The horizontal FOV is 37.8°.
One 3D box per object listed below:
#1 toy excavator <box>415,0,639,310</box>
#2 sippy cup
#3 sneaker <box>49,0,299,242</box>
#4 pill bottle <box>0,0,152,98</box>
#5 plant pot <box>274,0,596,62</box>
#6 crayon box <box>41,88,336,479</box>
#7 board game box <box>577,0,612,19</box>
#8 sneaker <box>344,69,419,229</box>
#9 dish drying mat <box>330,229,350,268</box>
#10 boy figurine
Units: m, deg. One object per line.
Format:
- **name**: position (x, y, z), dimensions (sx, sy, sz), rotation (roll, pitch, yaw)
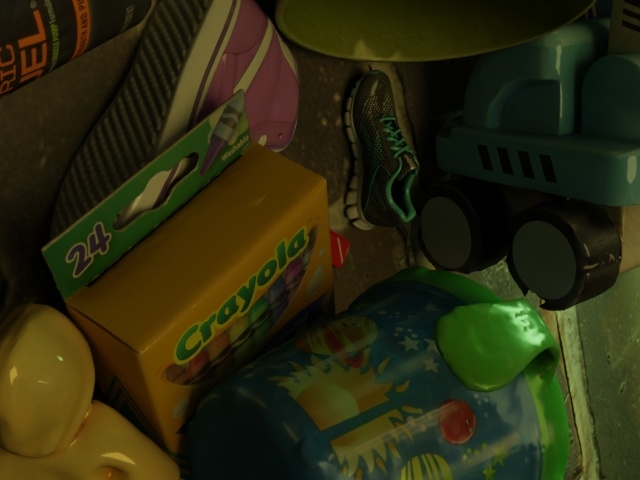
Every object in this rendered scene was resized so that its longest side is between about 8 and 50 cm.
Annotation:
- **toy excavator**: position (0.289, -0.168, 0.902), dimensions (0.222, 0.432, 0.446), rotation (-17, 110, -33)
- **sippy cup**: position (0.030, 0.157, 0.711), dimensions (0.224, 0.240, 0.306), rotation (-15, 120, -42)
- **sneaker**: position (-0.099, -0.068, 0.770), dimensions (0.161, 0.102, 0.282), rotation (40, 70, -46)
- **pill bottle**: position (-0.236, -0.147, 0.589), dimensions (0.245, 0.130, 0.131), rotation (-39, 125, -32)
- **plant pot**: position (0.088, -0.339, 0.811), dimensions (0.274, 0.274, 0.294), rotation (3, 80, -46)
- **crayon box**: position (-0.080, 0.069, 0.751), dimensions (0.203, 0.083, 0.323), rotation (-44, 148, -29)
- **board game box**: position (0.414, -0.397, 1.030), dimensions (0.356, 0.356, 0.357), rotation (-42, 126, -32)
- **sneaker**: position (0.070, -0.089, 0.952), dimensions (0.065, 0.076, 0.167), rotation (-18, 112, -43)
- **dish drying mat**: position (0.000, 0.000, 0.950), dimensions (0.083, 0.008, 0.032), rotation (31, 78, -45)
- **boy figurine**: position (-0.192, 0.168, 0.688), dimensions (0.092, 0.177, 0.285), rotation (-83, 165, -50)
